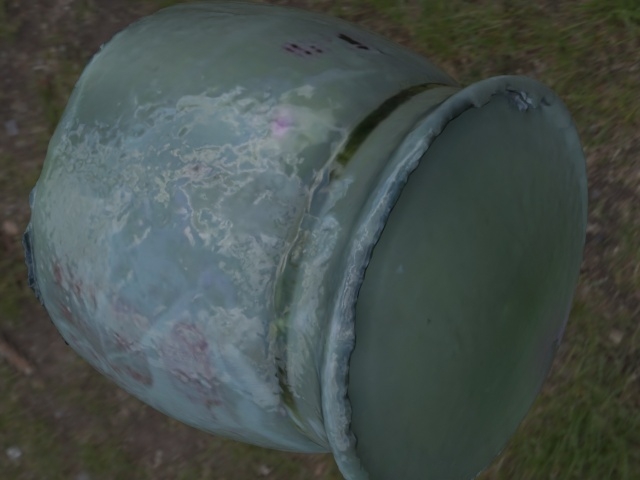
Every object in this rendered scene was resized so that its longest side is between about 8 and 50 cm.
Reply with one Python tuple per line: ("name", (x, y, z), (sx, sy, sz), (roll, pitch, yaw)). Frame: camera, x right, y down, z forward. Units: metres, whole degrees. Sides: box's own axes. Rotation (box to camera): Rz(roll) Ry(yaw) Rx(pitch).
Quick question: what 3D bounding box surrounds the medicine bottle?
("medicine bottle", (0.000, 0.000, 0.516), (0.143, 0.147, 0.147), (19, 107, 34))
